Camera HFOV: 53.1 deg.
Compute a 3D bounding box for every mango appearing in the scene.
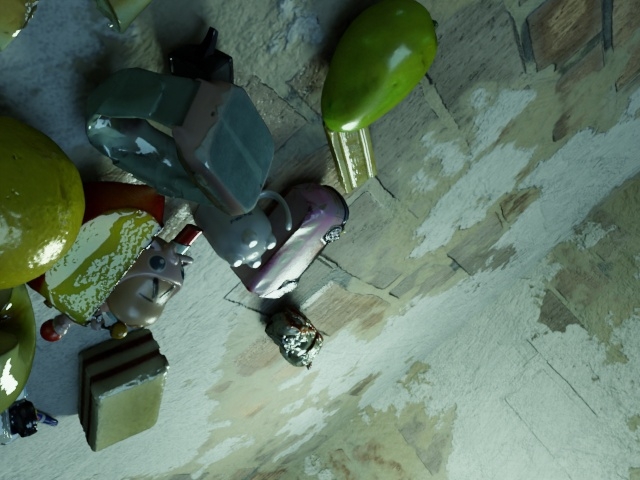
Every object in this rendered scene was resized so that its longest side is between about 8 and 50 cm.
[{"bbox_3d":[0.108,-0.326,1.200,0.185,0.149,0.273,-20,153,-43],"label":"mango"}]

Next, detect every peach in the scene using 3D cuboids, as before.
[{"bbox_3d":[-0.390,-0.015,1.077,0.267,0.158,0.154,-52,142,-1],"label":"peach"}]

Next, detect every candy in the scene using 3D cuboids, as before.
[{"bbox_3d":[-0.487,0.373,1.566,0.179,0.135,0.321,-15,144,-33],"label":"candy"}]

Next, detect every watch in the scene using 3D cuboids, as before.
[{"bbox_3d":[-0.226,-0.150,0.983,0.253,0.241,0.162,58,42,-53],"label":"watch"}]

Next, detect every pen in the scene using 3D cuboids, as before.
[{"bbox_3d":[-0.681,0.412,1.513,0.025,0.025,0.204,-34,151,-6],"label":"pen"}]

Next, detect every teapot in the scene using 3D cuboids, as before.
[{"bbox_3d":[-0.180,-0.263,1.043,0.096,0.087,0.177,-51,162,-33],"label":"teapot"}]

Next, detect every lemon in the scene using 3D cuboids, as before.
[{"bbox_3d":[-0.441,-0.054,0.893,0.240,0.240,0.219,-51,164,24],"label":"lemon"}]

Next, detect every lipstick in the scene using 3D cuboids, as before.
[{"bbox_3d":[-0.344,0.063,1.337,0.274,0.068,0.061,-45,161,15],"label":"lipstick"}]

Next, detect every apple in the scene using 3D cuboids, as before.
[{"bbox_3d":[-0.579,0.159,0.975,0.257,0.295,0.233,-12,139,-12],"label":"apple"}]

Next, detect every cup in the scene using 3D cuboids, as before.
[{"bbox_3d":[-0.156,-0.023,1.349,0.173,0.142,0.134,-9,140,-42],"label":"cup"}]

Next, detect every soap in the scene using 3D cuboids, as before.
[{"bbox_3d":[0.070,-0.204,1.451,0.092,0.037,0.252,-35,152,-7],"label":"soap"}]

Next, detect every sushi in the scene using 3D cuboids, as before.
[{"bbox_3d":[-0.078,0.291,1.921,0.130,0.124,0.332,-45,152,-10],"label":"sushi"}]

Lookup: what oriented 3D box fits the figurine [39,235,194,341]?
[{"bbox_3d":[-0.378,0.102,1.208,0.287,0.186,0.176,-24,160,7],"label":"figurine"}]

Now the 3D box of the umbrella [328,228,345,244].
[{"bbox_3d":[0.000,0.000,1.669,0.143,0.037,0.040,-24,143,-19],"label":"umbrella"}]

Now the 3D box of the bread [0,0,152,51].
[{"bbox_3d":[-0.294,-0.365,0.670,0.333,0.160,0.333,-30,151,-18],"label":"bread"}]

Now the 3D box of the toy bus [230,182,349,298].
[{"bbox_3d":[-0.072,-0.001,1.492,0.147,0.127,0.303,11,126,-50],"label":"toy bus"}]

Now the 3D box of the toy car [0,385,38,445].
[{"bbox_3d":[-0.651,0.257,1.192,0.198,0.166,0.314,-13,114,-38],"label":"toy car"}]
